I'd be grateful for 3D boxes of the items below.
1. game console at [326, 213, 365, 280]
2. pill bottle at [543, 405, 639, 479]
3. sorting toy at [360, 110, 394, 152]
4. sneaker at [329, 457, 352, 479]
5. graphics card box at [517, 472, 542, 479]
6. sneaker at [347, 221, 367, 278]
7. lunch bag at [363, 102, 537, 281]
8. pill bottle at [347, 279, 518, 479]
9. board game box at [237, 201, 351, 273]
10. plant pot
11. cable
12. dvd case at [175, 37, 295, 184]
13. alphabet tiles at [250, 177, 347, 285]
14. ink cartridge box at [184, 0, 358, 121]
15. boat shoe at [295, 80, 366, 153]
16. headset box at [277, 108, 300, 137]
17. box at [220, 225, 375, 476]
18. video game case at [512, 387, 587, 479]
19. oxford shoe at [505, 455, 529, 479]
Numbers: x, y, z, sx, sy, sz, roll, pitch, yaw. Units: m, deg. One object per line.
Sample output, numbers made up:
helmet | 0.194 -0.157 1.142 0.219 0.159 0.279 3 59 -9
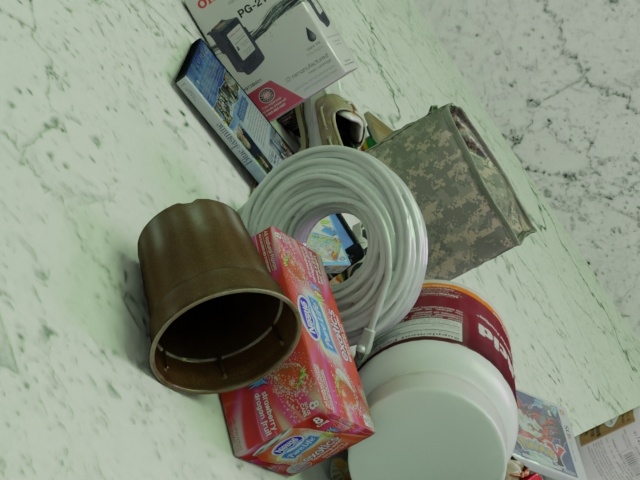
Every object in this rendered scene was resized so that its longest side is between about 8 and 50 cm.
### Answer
game console | 0.000 0.000 1.881 0.122 0.107 0.071 58 -9 -6
pill bottle | 0.541 0.415 2.414 0.131 0.229 0.131 49 22 -28
sorting toy | 0.130 -0.165 2.504 0.274 0.046 0.132 30 35 -55
sneaker | 0.036 0.306 1.621 0.083 0.032 0.037 56 3 -19
graphics card box | 0.314 0.515 1.700 0.233 0.094 0.371 -17 71 -54
sneaker | 0.118 0.048 2.089 0.235 0.094 0.153 30 41 -42
lunch bag | 0.207 -0.079 2.282 0.287 0.235 0.169 61 25 0
pill bottle | 0.146 0.208 1.680 0.224 0.224 0.392 57 14 -10
board game box | -0.036 -0.003 1.801 0.154 0.026 0.103 1 59 -44
plant pot | -0.123 0.052 1.399 0.167 0.167 0.165 39 21 -46
cable | 0.018 0.010 1.643 0.257 0.257 0.089 37 10 22
dvd case | -0.119 -0.175 1.909 0.253 0.022 0.180 50 18 -19
alphabet tiles | -0.030 -0.005 1.930 0.237 0.009 0.198 51 20 -25
ink cartridge box | -0.078 -0.328 2.024 0.237 0.172 0.100 59 19 -3
boat shoe | 0.024 -0.181 2.101 0.113 0.103 0.302 43 36 -44
headset box | -0.051 -0.219 2.150 0.083 0.032 0.062 35 32 -54
box | -0.047 0.130 1.507 0.123 0.128 0.256 35 32 -52
video game case | 0.393 0.352 2.345 0.201 0.023 0.183 23 35 -26
oxford shoe | 0.253 0.383 1.887 0.123 0.130 0.348 33 33 -53
